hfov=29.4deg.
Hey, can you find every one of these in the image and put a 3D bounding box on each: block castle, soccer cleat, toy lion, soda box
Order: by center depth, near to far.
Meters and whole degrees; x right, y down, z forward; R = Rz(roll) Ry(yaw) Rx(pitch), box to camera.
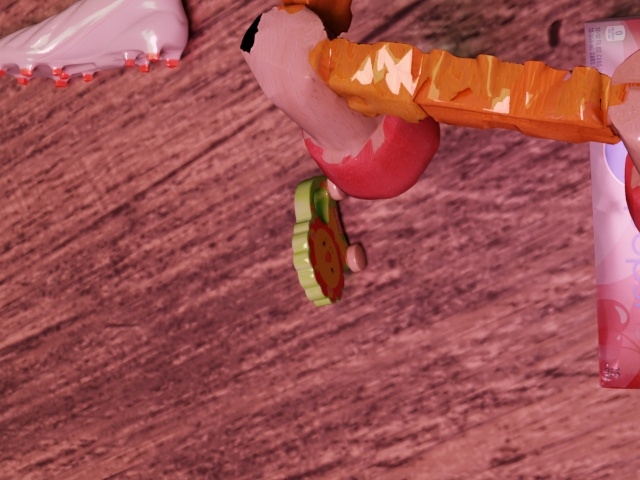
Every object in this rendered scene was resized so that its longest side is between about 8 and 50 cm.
[{"bbox_3d":[0.170,-0.233,0.745,0.303,0.213,0.453,12,79,27],"label":"block castle"},{"bbox_3d":[0.242,-0.029,0.874,0.083,0.092,0.263,-2,99,21],"label":"soda box"},{"bbox_3d":[0.000,0.000,0.973,0.034,0.096,0.100,-13,95,23],"label":"toy lion"},{"bbox_3d":[-0.201,-0.177,1.041,0.196,0.068,0.076,-4,83,21],"label":"soccer cleat"}]
